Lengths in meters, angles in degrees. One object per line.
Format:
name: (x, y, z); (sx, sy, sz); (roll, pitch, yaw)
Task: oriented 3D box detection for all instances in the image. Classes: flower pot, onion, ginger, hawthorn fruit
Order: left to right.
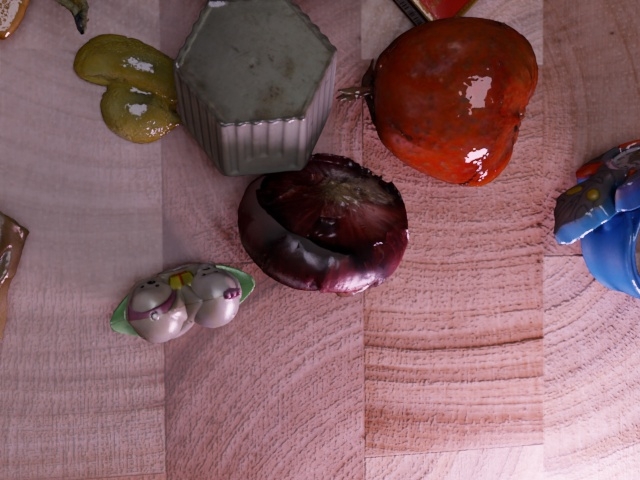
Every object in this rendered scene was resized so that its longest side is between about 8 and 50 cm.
ginger: (-0.512, 0.078, 1.467); (0.116, 0.109, 0.263); (16, 87, 12)
flower pot: (-0.096, -0.227, 1.489); (0.239, 0.190, 0.209); (-5, 71, -4)
onion: (0.000, 0.000, 1.560); (0.272, 0.272, 0.195); (-2, 134, -15)
hawthorn fruit: (0.179, -0.225, 1.575); (0.307, 0.276, 0.276); (9, 89, 1)

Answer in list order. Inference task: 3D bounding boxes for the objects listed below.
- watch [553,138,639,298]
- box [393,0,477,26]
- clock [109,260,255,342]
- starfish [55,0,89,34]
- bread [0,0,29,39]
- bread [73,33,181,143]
watch: (0.549, -0.009, 1.700); (0.305, 0.241, 0.275); (-29, 112, -12)
box: (0.163, -0.469, 1.652); (0.153, 0.074, 0.240); (-45, 103, -6)
clock: (-0.209, 0.094, 1.529); (0.231, 0.144, 0.103); (-18, 95, -13)
starfish: (-0.366, -0.477, 1.401); (0.347, 0.078, 0.358); (27, 90, 15)
bread: (-0.529, -0.375, 1.464); (0.200, 0.077, 0.116); (22, 84, -16)
bread: (-0.293, -0.235, 1.540); (0.187, 0.065, 0.149); (26, 90, -16)
